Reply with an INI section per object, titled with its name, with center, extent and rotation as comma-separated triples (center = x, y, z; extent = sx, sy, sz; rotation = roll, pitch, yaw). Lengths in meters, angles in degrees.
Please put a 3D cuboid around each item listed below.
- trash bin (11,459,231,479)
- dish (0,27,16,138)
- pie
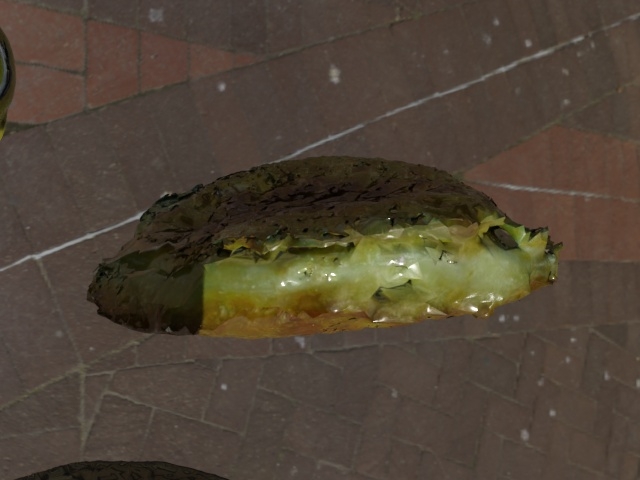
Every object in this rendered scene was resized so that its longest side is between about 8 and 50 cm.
[trash bin]
center = -0.104, 0.279, 0.326
extent = 0.214, 0.214, 0.333
rotation = -5, 120, -39
[dish]
center = -0.365, -0.170, 0.724
extent = 0.149, 0.080, 0.207
rotation = -28, 113, -41
[pie]
center = 0.000, 0.000, 0.572
extent = 0.355, 0.288, 0.102
rotation = -7, 104, -12
